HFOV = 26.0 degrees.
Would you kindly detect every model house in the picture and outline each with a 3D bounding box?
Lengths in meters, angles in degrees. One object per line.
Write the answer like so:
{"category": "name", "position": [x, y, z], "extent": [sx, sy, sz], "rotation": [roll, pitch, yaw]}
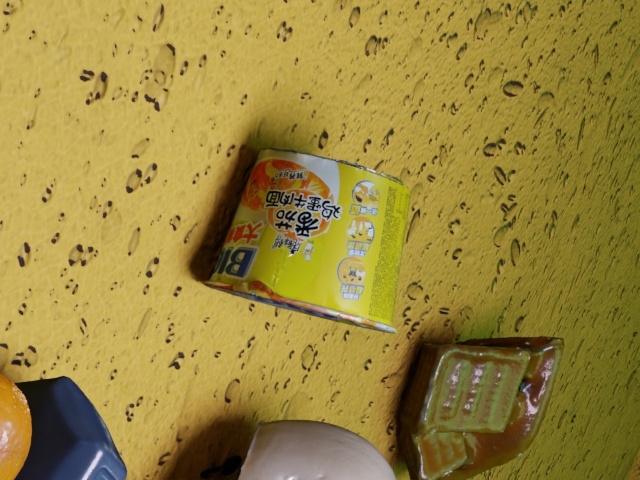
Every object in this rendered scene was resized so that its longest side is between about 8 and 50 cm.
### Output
{"category": "model house", "position": [0.199, 0.242, 1.943], "extent": [0.239, 0.173, 0.268], "rotation": [6, 101, -64]}

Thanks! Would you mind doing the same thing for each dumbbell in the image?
{"category": "dumbbell", "position": [-0.210, 0.247, 1.217], "extent": [0.144, 0.156, 0.316], "rotation": [-32, 145, -6]}

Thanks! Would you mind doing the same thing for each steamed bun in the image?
{"category": "steamed bun", "position": [-0.025, 0.352, 1.466], "extent": [0.324, 0.206, 0.324], "rotation": [-155, -90, -90]}

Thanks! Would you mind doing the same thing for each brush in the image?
{"category": "brush", "position": [-0.110, 0.256, 1.556], "extent": [0.083, 0.008, 0.024], "rotation": [-2, 114, -62]}

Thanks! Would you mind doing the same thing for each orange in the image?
{"category": "orange", "position": [-0.282, 0.140, 1.023], "extent": [0.135, 0.136, 0.117], "rotation": [0, 75, -62]}

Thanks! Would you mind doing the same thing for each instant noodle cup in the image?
{"category": "instant noodle cup", "position": [0.000, 0.000, 1.381], "extent": [0.205, 0.205, 0.153], "rotation": [23, 82, -64]}
